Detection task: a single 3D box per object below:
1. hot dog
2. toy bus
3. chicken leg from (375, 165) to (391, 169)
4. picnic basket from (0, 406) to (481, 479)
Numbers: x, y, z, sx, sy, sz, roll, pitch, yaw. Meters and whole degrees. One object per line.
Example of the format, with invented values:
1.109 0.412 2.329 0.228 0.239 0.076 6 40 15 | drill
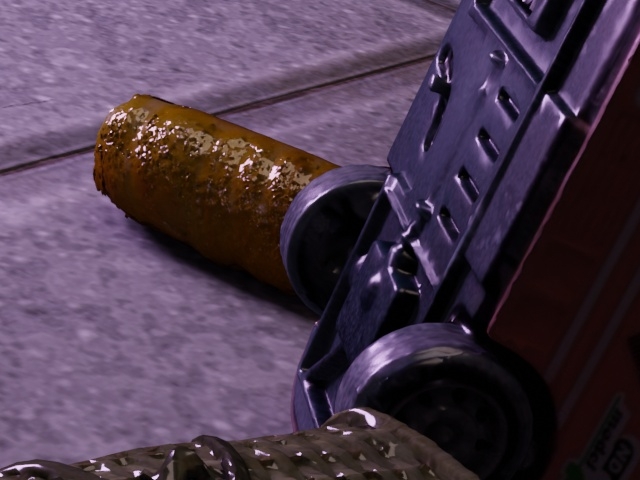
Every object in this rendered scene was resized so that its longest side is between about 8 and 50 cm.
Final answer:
0.000 -0.001 1.056 0.289 0.083 0.068 22 42 22 | hot dog
0.153 -0.047 0.800 0.233 0.427 0.203 20 19 -17 | toy bus
0.086 0.006 1.130 0.093 0.053 0.205 13 20 -45 | chicken leg
-0.046 0.134 0.576 0.196 0.154 0.134 -4 27 -36 | picnic basket
